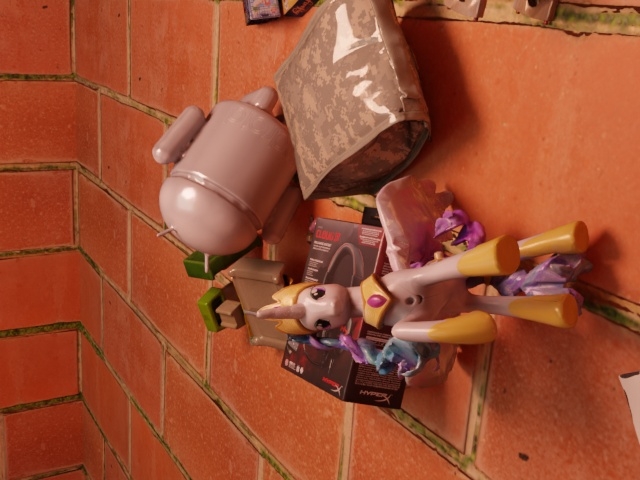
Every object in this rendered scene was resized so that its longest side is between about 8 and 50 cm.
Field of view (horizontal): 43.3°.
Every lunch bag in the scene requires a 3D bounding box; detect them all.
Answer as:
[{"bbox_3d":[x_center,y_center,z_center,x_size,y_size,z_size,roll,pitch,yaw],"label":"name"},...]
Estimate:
[{"bbox_3d":[0.062,-0.224,1.224,0.287,0.169,0.235,-42,59,60],"label":"lunch bag"}]

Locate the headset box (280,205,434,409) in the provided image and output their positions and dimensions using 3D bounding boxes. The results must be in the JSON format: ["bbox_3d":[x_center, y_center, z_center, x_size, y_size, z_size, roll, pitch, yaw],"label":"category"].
[{"bbox_3d":[0.061,0.092,1.277,0.218,0.110,0.293,14,89,61],"label":"headset box"}]

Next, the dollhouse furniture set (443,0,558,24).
[{"bbox_3d":[0.198,-0.357,1.000,0.184,0.129,0.129,44,132,47],"label":"dollhouse furniture set"}]

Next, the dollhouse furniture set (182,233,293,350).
[{"bbox_3d":[-0.118,0.102,1.699,0.302,0.151,0.197,6,122,42],"label":"dollhouse furniture set"}]

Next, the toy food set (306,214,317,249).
[{"bbox_3d":[0.000,0.000,1.517,0.122,0.019,0.078,38,127,52],"label":"toy food set"}]

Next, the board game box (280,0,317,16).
[{"bbox_3d":[-0.037,-0.555,1.463,0.165,0.042,0.243,-24,74,59],"label":"board game box"}]

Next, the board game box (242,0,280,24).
[{"bbox_3d":[-0.126,-0.523,1.562,0.194,0.060,0.194,-124,27,-75],"label":"board game box"}]

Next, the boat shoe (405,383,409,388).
[{"bbox_3d":[0.096,0.218,1.336,0.206,0.075,0.065,-22,79,64],"label":"boat shoe"}]

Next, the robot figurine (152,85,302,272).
[{"bbox_3d":[-0.168,-0.120,1.512,0.353,0.300,0.200,-61,21,-17],"label":"robot figurine"}]

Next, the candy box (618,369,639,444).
[{"bbox_3d":[0.410,0.191,0.788,0.196,0.070,0.164,-31,68,57],"label":"candy box"}]

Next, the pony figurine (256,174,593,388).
[{"bbox_3d":[0.144,0.056,1.017,0.363,0.351,0.302,-11,89,41],"label":"pony figurine"}]
